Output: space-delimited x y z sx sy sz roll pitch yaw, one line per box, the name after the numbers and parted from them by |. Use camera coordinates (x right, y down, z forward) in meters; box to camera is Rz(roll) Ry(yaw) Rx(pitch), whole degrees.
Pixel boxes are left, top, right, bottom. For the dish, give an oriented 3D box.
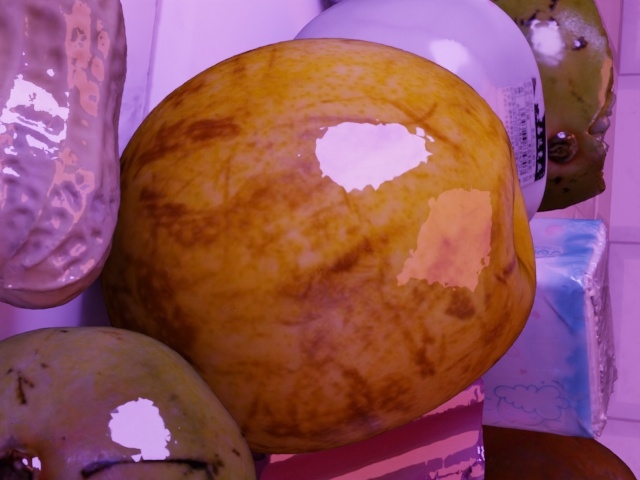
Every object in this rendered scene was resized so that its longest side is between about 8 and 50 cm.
0.056 -0.084 0.795 0.117 0.256 0.256 -31 121 -44 | dish

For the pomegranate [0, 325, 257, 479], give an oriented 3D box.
-0.122 0.129 0.492 0.210 0.179 0.179 173 -80 -84 | pomegranate

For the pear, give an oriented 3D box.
0.000 0.000 0.617 0.281 0.281 0.280 2 90 -65 | pear

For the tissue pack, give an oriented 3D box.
0.143 0.080 0.932 0.124 0.271 0.201 -51 136 -52 | tissue pack

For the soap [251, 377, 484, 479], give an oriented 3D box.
-0.003 0.156 0.746 0.250 0.162 0.099 -10 108 -33 | soap

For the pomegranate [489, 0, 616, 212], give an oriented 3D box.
0.229 -0.198 1.203 0.358 0.216 0.309 -106 177 -52 | pomegranate

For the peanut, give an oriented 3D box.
-0.152 -0.071 0.499 0.099 0.090 0.214 6 84 -36 | peanut

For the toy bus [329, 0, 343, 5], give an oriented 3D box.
0.084 -0.294 0.925 0.142 0.142 0.202 15 78 -65 | toy bus

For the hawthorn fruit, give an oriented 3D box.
0.224 0.322 1.153 0.268 0.301 0.268 -47 166 -16 | hawthorn fruit
